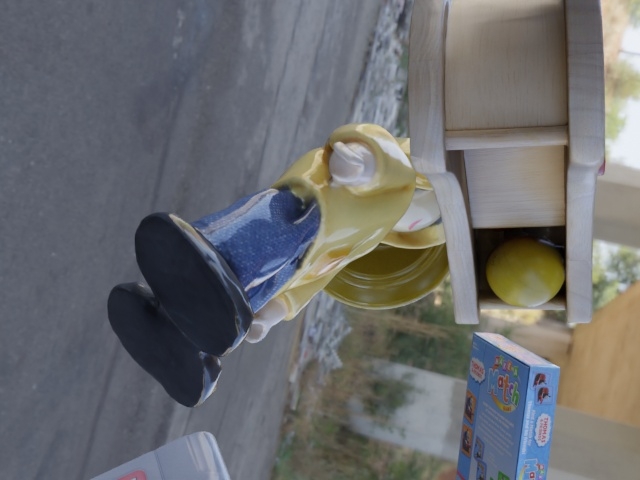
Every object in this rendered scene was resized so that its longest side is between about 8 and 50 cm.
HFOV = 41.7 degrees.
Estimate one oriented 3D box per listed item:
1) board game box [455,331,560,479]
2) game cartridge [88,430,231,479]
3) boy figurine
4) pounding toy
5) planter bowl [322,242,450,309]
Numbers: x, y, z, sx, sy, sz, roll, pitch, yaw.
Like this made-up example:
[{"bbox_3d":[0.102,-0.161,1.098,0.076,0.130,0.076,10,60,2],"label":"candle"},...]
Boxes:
[{"bbox_3d":[0.195,0.219,0.904,0.160,0.039,0.211,-149,-117,-78],"label":"board game box"},{"bbox_3d":[-0.211,0.327,0.821,0.196,0.294,0.060,58,-10,41],"label":"game cartridge"},{"bbox_3d":[0.000,0.000,0.536,0.285,0.092,0.177,-24,154,-49],"label":"boy figurine"},{"bbox_3d":[0.128,-0.062,0.402,0.154,0.155,0.269,-76,159,-45],"label":"pounding toy"},{"bbox_3d":[0.072,-0.028,1.076,0.090,0.217,0.217,-90,-171,-70],"label":"planter bowl"}]
